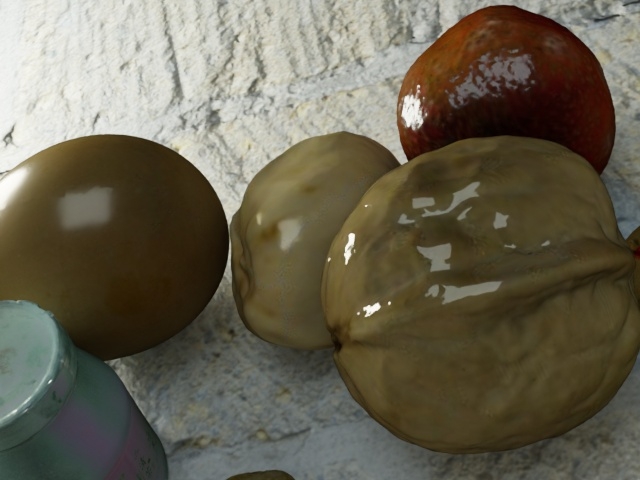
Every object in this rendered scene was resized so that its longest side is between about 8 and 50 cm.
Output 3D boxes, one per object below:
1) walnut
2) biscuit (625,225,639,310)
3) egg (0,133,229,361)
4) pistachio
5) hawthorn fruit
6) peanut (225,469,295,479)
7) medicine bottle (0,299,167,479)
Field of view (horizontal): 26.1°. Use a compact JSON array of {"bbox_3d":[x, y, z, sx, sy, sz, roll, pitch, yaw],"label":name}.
[{"bbox_3d":[0.183,0.063,1.584,0.381,0.381,0.381,-11,48,13],"label":"walnut"},{"bbox_3d":[0.415,0.027,1.689,0.238,0.041,0.212,-27,29,16],"label":"biscuit"},{"bbox_3d":[-0.306,0.013,1.846,0.373,0.301,0.301,-16,47,8],"label":"egg"},{"bbox_3d":[0.000,0.000,1.798,0.238,0.229,0.321,33,55,-5],"label":"pistachio"},{"bbox_3d":[0.252,-0.188,1.823,0.284,0.285,0.369,-3,34,20],"label":"hawthorn fruit"},{"bbox_3d":[-0.110,0.338,1.636,0.193,0.089,0.089,-40,49,-17],"label":"peanut"},{"bbox_3d":[-0.348,0.235,1.682,0.245,0.290,0.245,-11,48,13],"label":"medicine bottle"}]
